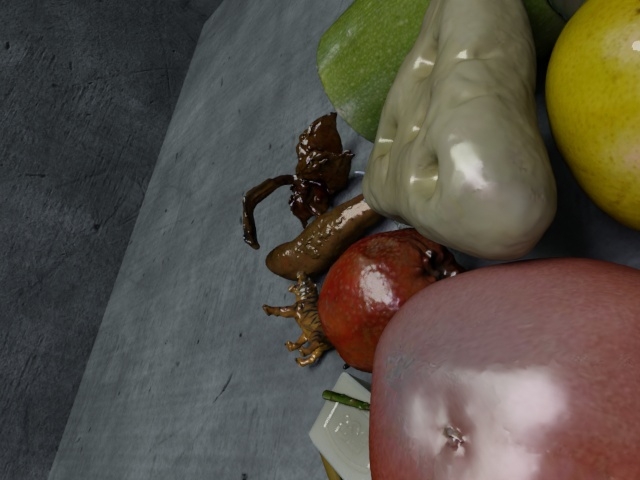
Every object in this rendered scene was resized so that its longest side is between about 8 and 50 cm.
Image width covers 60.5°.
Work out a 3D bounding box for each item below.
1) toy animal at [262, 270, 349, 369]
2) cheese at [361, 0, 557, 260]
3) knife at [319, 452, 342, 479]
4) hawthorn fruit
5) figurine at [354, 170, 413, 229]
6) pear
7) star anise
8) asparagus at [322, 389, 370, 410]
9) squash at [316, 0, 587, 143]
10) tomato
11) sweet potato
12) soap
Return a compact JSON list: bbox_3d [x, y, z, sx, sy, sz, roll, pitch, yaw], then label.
[{"bbox_3d":[-0.001,0.167,0.977,0.116,0.114,0.255,-32,34,-13],"label":"toy animal"},{"bbox_3d":[0.164,-0.161,0.600,0.351,0.129,0.329,-132,58,-77],"label":"cheese"},{"bbox_3d":[0.039,0.385,0.802,0.046,0.022,0.256,-49,33,14],"label":"knife"},{"bbox_3d":[0.092,0.097,0.781,0.253,0.205,0.205,-42,36,47],"label":"hawthorn fruit"},{"bbox_3d":[0.162,-0.088,0.857,0.208,0.128,0.184,6,66,15],"label":"figurine"},{"bbox_3d":[0.358,-0.141,0.466,0.336,0.284,0.285,145,143,-68],"label":"pear"},{"bbox_3d":[-0.039,-0.115,1.155,0.346,0.148,0.237,-50,13,-17],"label":"star anise"},{"bbox_3d":[0.045,0.234,0.794,0.127,0.018,0.015,-6,90,54],"label":"asparagus"},{"bbox_3d":[0.202,-0.340,0.871,0.384,0.263,0.263,-28,45,47],"label":"squash"},{"bbox_3d":[0.201,0.166,0.486,0.341,0.272,0.342,-36,40,37],"label":"tomato"},{"bbox_3d":[-0.004,0.013,1.078,0.354,0.095,0.106,-29,41,41],"label":"sweet potato"},{"bbox_3d":[0.068,0.287,0.794,0.183,0.063,0.122,25,85,58],"label":"soap"}]
